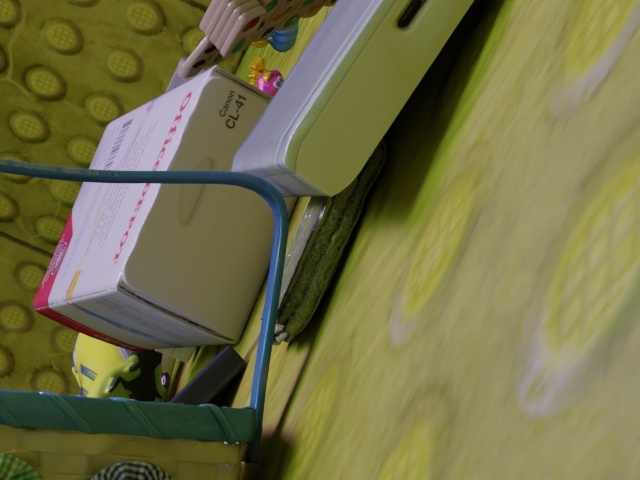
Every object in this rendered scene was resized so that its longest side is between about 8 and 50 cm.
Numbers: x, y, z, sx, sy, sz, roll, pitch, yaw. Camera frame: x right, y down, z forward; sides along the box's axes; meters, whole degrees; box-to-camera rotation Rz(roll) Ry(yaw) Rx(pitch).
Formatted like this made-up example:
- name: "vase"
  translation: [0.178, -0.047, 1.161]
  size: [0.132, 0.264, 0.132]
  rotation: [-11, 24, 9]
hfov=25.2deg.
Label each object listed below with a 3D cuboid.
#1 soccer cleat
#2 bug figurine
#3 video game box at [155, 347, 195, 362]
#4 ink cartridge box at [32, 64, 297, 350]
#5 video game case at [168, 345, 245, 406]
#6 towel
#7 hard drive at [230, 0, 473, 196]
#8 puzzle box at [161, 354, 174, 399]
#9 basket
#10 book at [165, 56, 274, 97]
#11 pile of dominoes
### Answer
- name: "soccer cleat"
  translation: [-0.233, 0.154, 1.598]
  size: [0.121, 0.093, 0.289]
  rotation: [-26, 32, 24]
- name: "bug figurine"
  translation: [-0.094, -0.164, 1.716]
  size: [0.279, 0.072, 0.216]
  rotation: [-58, -9, -24]
- name: "video game box"
  translation: [-0.118, 0.010, 1.592]
  size: [0.187, 0.048, 0.205]
  rotation: [-59, 10, 23]
- name: "ink cartridge box"
  translation: [-0.147, -0.017, 1.377]
  size: [0.306, 0.131, 0.226]
  rotation: [-9, 57, 63]
- name: "video game case"
  translation: [-0.167, 0.192, 1.221]
  size: [0.196, 0.026, 0.274]
  rotation: [-44, 0, -24]
- name: "towel"
  translation: [0.000, 0.000, 0.953]
  size: [0.110, 0.027, 0.148]
  rotation: [156, 137, -78]
- name: "hard drive"
  translation: [0.032, -0.134, 0.950]
  size: [0.233, 0.047, 0.353]
  rotation: [-56, 7, -3]
- name: "puzzle box"
  translation: [-0.257, 0.230, 1.838]
  size: [0.272, 0.052, 0.409]
  rotation: [-62, 9, 19]
- name: "basket"
  translation: [-0.148, 0.094, 0.864]
  size: [0.201, 0.255, 0.289]
  rotation: [137, 135, -74]
- name: "book"
  translation: [-0.100, -0.132, 1.541]
  size: [0.096, 0.144, 0.035]
  rotation: [127, 164, -56]
- name: "pile of dominoes"
  translation: [-0.005, -0.233, 1.305]
  size: [0.251, 0.040, 0.196]
  rotation: [-32, -12, -37]
